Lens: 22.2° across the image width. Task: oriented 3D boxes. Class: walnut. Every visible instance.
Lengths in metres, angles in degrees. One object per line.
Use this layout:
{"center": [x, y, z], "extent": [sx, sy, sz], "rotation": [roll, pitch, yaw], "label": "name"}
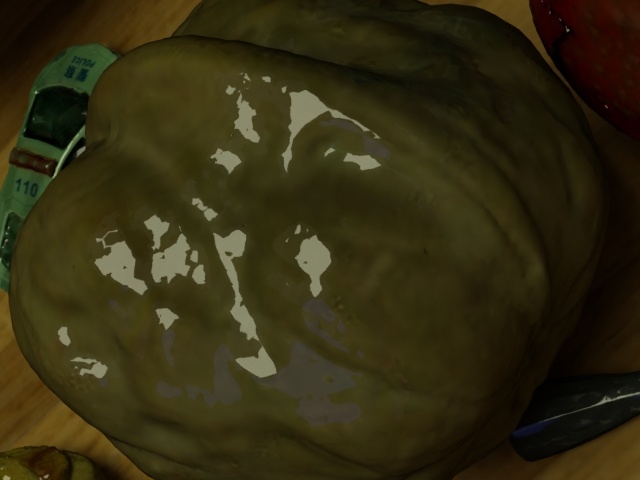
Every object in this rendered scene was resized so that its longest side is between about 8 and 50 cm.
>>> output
{"center": [-0.001, 0.002, 0.836], "extent": [0.276, 0.253, 0.282], "rotation": [19, 86, 24], "label": "walnut"}

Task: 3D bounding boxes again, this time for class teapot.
{"center": [0.155, 0.086, 0.880], "extent": [0.110, 0.043, 0.043], "rotation": [-20, 72, 27], "label": "teapot"}

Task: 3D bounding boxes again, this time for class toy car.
{"center": [-0.184, -0.047, 1.118], "extent": [0.093, 0.058, 0.186], "rotation": [19, 93, 36], "label": "toy car"}

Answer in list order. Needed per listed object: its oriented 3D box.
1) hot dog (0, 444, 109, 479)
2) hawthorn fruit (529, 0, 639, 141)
{"center": [-0.148, 0.222, 1.028], "extent": [0.261, 0.093, 0.123], "rotation": [37, 103, 32], "label": "hot dog"}
{"center": [0.186, -0.139, 0.831], "extent": [0.235, 0.181, 0.181], "rotation": [40, 105, 45], "label": "hawthorn fruit"}
